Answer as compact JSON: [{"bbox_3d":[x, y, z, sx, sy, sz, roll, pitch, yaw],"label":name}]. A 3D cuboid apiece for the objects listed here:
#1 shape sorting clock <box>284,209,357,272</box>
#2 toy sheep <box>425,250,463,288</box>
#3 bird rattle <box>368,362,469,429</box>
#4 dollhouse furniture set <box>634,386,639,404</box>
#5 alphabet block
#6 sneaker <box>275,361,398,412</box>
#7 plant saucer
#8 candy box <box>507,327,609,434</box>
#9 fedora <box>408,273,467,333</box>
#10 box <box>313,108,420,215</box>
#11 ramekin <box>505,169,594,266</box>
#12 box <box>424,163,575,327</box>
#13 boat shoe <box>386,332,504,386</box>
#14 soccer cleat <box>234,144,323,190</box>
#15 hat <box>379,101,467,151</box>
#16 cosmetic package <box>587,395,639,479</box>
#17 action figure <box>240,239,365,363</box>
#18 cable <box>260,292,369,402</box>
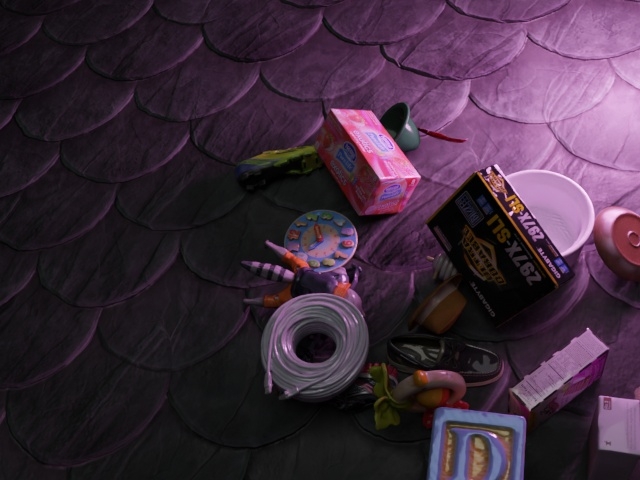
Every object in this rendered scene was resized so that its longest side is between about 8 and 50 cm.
[{"bbox_3d":[0.000,0.000,2.055,0.206,0.040,0.206,-6,57,9],"label":"shape sorting clock"},{"bbox_3d":[0.333,0.072,1.909,0.132,0.091,0.091,23,64,10],"label":"toy sheep"},{"bbox_3d":[0.237,0.353,1.643,0.253,0.207,0.143,17,51,-20],"label":"bird rattle"},{"bbox_3d":[0.764,0.469,1.563,0.197,0.151,0.302,15,41,-7],"label":"dollhouse furniture set"},{"bbox_3d":[0.333,0.485,1.575,0.193,0.197,0.193,5,60,16],"label":"alphabet block"},{"bbox_3d":[0.036,0.356,1.771,0.299,0.121,0.112,-4,64,12],"label":"sneaker"},{"bbox_3d":[0.763,0.002,1.824,0.198,0.036,0.199,9,67,-22],"label":"plant saucer"},{"bbox_3d":[0.531,0.319,1.660,0.233,0.159,0.071,-34,56,-9],"label":"candy box"},{"bbox_3d":[0.298,0.169,1.805,0.194,0.194,0.079,-42,71,-15],"label":"fedora"},{"bbox_3d":[0.127,-0.223,2.077,0.154,0.142,0.300,-4,48,-33],"label":"box"},{"bbox_3d":[0.550,-0.033,1.898,0.277,0.135,0.277,-5,57,8],"label":"ramekin"},{"bbox_3d":[0.418,0.017,1.764,0.079,0.257,0.322,-23,75,-33],"label":"box"},{"bbox_3d":[0.295,0.280,1.776,0.285,0.092,0.103,8,61,18],"label":"boat shoe"},{"bbox_3d":[-0.119,-0.241,2.208,0.289,0.093,0.121,-17,49,0],"label":"soccer cleat"},{"bbox_3d":[0.278,-0.291,2.187,0.173,0.183,0.208,-60,23,11],"label":"hat"},{"bbox_3d":[0.606,0.421,1.533,0.085,0.231,0.117,4,59,15],"label":"cosmetic package"},{"bbox_3d":[-0.050,0.160,1.884,0.330,0.179,0.341,13,63,23],"label":"action figure"},{"bbox_3d":[-0.012,0.249,1.722,0.257,0.089,0.257,-12,55,3],"label":"cable"}]
